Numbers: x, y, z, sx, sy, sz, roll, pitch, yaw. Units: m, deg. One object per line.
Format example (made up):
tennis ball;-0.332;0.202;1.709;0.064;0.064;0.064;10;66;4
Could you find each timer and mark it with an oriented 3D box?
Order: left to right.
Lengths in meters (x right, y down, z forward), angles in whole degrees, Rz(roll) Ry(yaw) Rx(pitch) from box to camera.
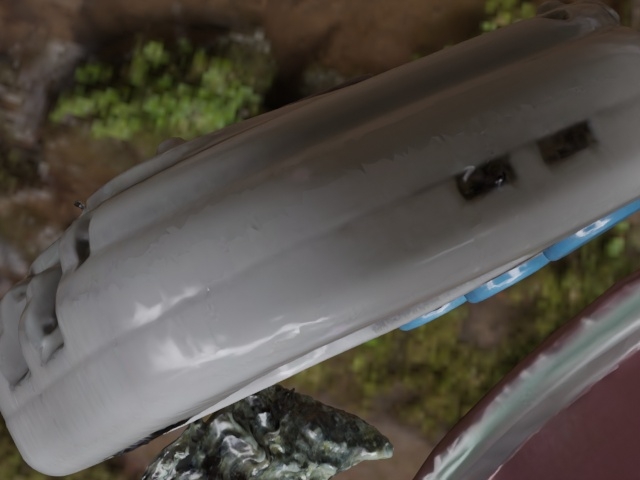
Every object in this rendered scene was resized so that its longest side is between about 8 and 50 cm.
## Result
timer;0.000;0.000;0.661;0.237;0.087;0.262;-22;174;-26

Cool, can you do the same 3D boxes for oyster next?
oyster;-0.063;0.209;1.636;0.087;0.199;0.252;27;169;40

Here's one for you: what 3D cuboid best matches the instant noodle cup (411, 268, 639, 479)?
instant noodle cup;0.151;0.136;0.312;0.243;0.231;0.243;-11;136;-11
